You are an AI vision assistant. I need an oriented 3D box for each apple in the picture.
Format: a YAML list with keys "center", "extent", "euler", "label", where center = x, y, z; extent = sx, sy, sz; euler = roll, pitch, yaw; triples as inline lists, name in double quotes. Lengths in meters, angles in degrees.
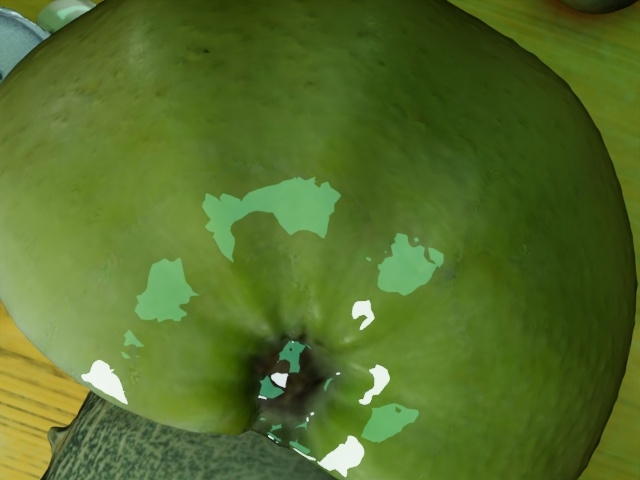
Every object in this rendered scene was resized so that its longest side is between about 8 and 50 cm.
- center: [0.000, 0.000, 0.996]
  extent: [0.320, 0.360, 0.312]
  euler: [-19, 111, 7]
  label: "apple"

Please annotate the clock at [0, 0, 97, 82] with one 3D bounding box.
- center: [-0.220, -0.071, 1.152]
  extent: [0.229, 0.063, 0.155]
  euler: [-44, 84, -12]
  label: "clock"

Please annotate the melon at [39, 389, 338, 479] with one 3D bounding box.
- center: [-0.006, 0.187, 1.017]
  extent: [0.329, 0.248, 0.248]
  euler: [29, 78, 1]
  label: "melon"

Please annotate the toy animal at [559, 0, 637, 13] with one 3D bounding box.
- center: [0.227, -0.241, 1.191]
  extent: [0.233, 0.121, 0.169]
  euler: [-14, 95, -16]
  label: "toy animal"
